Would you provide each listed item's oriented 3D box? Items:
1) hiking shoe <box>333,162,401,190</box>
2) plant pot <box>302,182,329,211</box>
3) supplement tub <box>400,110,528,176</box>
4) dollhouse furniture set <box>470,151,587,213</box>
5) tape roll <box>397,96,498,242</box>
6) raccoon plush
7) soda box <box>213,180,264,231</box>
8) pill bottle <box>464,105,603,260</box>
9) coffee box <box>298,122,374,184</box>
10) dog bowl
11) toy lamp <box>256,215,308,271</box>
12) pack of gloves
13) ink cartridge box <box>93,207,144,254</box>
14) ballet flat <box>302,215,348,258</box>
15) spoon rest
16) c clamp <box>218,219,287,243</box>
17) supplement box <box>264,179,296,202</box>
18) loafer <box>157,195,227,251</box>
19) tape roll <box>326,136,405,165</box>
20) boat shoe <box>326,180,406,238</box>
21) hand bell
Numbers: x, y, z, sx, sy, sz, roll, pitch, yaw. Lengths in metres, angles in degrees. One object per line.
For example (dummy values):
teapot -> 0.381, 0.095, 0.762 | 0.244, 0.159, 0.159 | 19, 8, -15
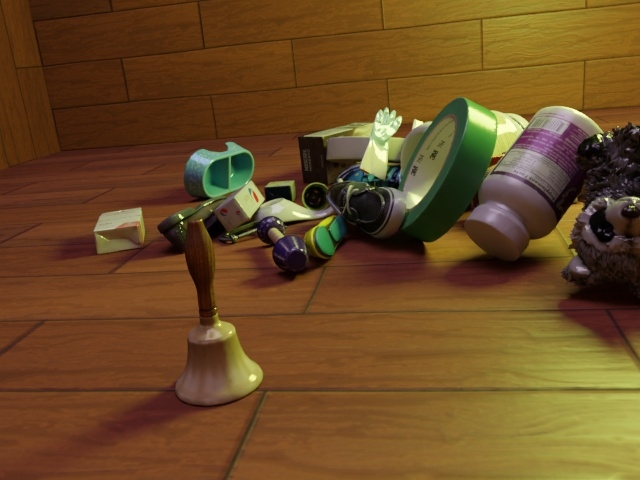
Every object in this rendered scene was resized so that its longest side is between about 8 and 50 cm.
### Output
hiking shoe -> 0.186, -0.169, 1.806 | 0.304, 0.113, 0.132 | -11, 17, -18
plant pot -> -0.015, -0.123, 1.807 | 0.083, 0.083, 0.079 | -8, 4, -6
supplement tub -> 0.406, -0.223, 1.701 | 0.324, 0.236, 0.235 | -16, 20, -31
dollhouse furniture set -> 0.566, -0.142, 1.521 | 0.374, 0.152, 0.201 | -12, 18, -20
tape roll -> 0.269, -0.155, 1.395 | 0.077, 0.321, 0.321 | 25, 14, -10
raccoon plush -> 0.596, -0.003, 1.140 | 0.216, 0.299, 0.446 | 5, -17, 45
soda box -> -0.214, -0.094, 1.676 | 0.073, 0.069, 0.216 | -32, 12, 14
pill bottle -> 0.425, -0.110, 1.260 | 0.301, 0.169, 0.169 | -50, 32, -13
coffee box -> 0.070, -0.312, 2.221 | 0.118, 0.168, 0.297 | 9, 22, 41
dog bowl -> -0.334, -0.235, 2.134 | 0.074, 0.166, 0.297 | 17, 26, 28
toy lamp -> -0.083, 0.009, 1.386 | 0.080, 0.080, 0.274 | -9, 15, -12
pack of gloves -> 0.217, -0.251, 1.779 | 0.195, 0.232, 0.046 | 25, -23, -15
ink cartridge box -> -0.531, -0.030, 1.672 | 0.115, 0.067, 0.198 | -9, 19, -10
ballet flat -> 0.000, 0.000, 1.413 | 0.077, 0.077, 0.231 | -23, 8, 21
spoon rest -> -0.059, -0.086, 1.712 | 0.276, 0.084, 0.137 | -19, 16, 4
c clamp -> -0.178, -0.027, 1.591 | 0.160, 0.022, 0.137 | -21, 20, -14
supplement box -> -0.122, -0.149, 1.941 | 0.083, 0.056, 0.083 | -3, 17, 10
loafer -> -0.314, -0.041, 1.644 | 0.109, 0.095, 0.302 | -32, 2, 23
tape roll -> 0.211, -0.278, 2.006 | 0.391, 0.072, 0.392 | 3, 4, 0
boat shoe -> 0.094, -0.079, 1.499 | 0.119, 0.121, 0.335 | 17, -1, -18
hand bell -> -0.156, 0.088, 0.860 | 0.126, 0.242, 0.126 | -6, 18, 2
